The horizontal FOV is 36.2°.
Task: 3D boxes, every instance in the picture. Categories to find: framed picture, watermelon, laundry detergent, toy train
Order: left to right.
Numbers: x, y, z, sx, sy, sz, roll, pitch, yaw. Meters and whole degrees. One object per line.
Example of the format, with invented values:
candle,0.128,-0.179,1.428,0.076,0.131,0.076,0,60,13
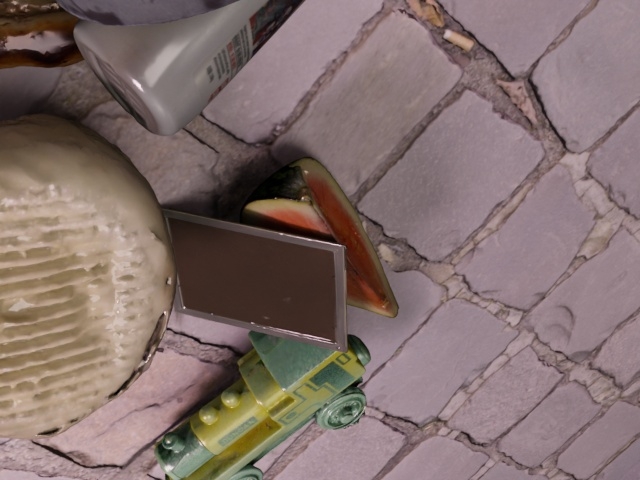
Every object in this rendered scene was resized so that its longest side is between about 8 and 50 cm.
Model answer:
toy train,-0.097,0.249,1.428,0.369,0.150,0.237,-38,148,3
framed picture,-0.084,0.050,1.260,0.252,0.014,0.197,12,134,15
laundry detergent,-0.058,-0.284,0.976,0.398,0.124,0.264,-47,179,-7
watermelon,0.004,-0.023,1.294,0.128,0.159,0.303,-64,144,-22

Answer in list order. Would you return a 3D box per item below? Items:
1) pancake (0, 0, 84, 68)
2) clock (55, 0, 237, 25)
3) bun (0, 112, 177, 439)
pancake,-0.311,-0.233,0.947,0.257,0.056,0.212,-31,138,-5
clock,-0.099,-0.302,0.821,0.325,0.325,0.067,-31,133,-5
bun,-0.329,0.034,1.060,0.359,0.211,0.360,-23,128,-33
